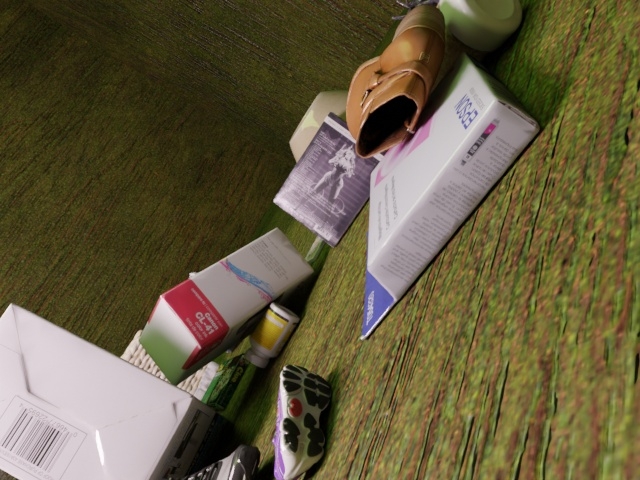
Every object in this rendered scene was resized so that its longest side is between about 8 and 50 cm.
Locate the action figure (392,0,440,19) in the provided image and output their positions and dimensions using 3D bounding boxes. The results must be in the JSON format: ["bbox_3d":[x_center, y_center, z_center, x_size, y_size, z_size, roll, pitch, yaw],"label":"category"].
[{"bbox_3d":[0.270,-0.479,1.167,0.276,0.141,0.164,-18,41,52],"label":"action figure"}]

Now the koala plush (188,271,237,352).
[{"bbox_3d":[-0.314,0.203,1.757,0.196,0.221,0.203,-58,9,0],"label":"koala plush"}]

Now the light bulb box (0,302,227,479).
[{"bbox_3d":[-0.392,0.324,1.086,0.225,0.358,0.361,-62,-11,-20],"label":"light bulb box"}]

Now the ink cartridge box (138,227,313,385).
[{"bbox_3d":[-0.189,0.133,1.230,0.306,0.131,0.226,-31,-14,-38],"label":"ink cartridge box"}]

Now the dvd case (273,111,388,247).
[{"bbox_3d":[0.025,-0.122,1.225,0.221,0.165,0.018,-56,-12,17],"label":"dvd case"}]

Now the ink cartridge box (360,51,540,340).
[{"bbox_3d":[0.129,-0.078,0.819,0.330,0.072,0.324,-53,11,23],"label":"ink cartridge box"}]

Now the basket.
[{"bbox_3d":[-0.496,0.480,1.707,0.328,0.267,0.331,-51,10,44],"label":"basket"}]

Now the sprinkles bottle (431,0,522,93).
[{"bbox_3d":[0.187,-0.295,1.046,0.121,0.121,0.355,-64,10,-30],"label":"sprinkles bottle"}]

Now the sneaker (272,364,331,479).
[{"bbox_3d":[-0.034,0.216,0.733,0.071,0.068,0.170,-60,8,27],"label":"sneaker"}]

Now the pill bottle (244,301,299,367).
[{"bbox_3d":[-0.095,0.182,1.160,0.116,0.065,0.065,-58,9,0],"label":"pill bottle"}]

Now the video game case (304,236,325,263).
[{"bbox_3d":[0.000,0.000,1.417,0.122,0.011,0.087,-61,9,-19],"label":"video game case"}]

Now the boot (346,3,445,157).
[{"bbox_3d":[0.097,-0.192,0.921,0.283,0.109,0.220,-46,21,50],"label":"boot"}]

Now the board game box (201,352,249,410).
[{"bbox_3d":[-0.240,0.353,1.492,0.136,0.030,0.260,-65,11,-23],"label":"board game box"}]

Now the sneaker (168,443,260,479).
[{"bbox_3d":[-0.171,0.366,0.842,0.271,0.108,0.100,-52,10,30],"label":"sneaker"}]

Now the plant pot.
[{"bbox_3d":[0.046,-0.222,1.338,0.284,0.191,0.284,-55,9,14],"label":"plant pot"}]
